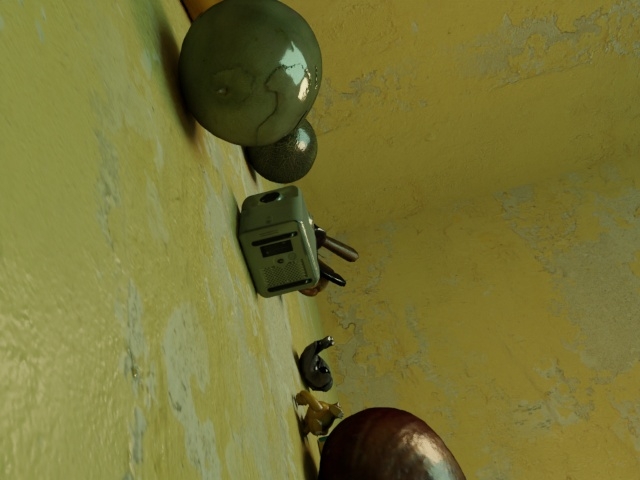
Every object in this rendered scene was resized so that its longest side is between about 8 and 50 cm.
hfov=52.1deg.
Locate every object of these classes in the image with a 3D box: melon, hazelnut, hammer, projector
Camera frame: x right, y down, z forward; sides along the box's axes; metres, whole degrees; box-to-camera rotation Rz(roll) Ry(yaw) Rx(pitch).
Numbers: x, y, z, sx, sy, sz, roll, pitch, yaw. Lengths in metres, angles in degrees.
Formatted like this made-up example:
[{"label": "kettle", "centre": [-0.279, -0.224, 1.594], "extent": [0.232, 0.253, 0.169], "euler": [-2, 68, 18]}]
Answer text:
[{"label": "melon", "centre": [-0.131, -0.312, 1.213], "extent": [0.330, 0.269, 0.268], "euler": [-72, 150, -58]}, {"label": "hazelnut", "centre": [0.158, 0.605, 1.556], "extent": [0.421, 0.353, 0.420], "euler": [19, 64, -43]}, {"label": "hammer", "centre": [0.000, 0.000, 2.178], "extent": [0.242, 0.095, 0.409], "euler": [39, 6, 41]}, {"label": "projector", "centre": [-0.096, -0.007, 1.525], "extent": [0.242, 0.164, 0.177], "euler": [-94, 170, -64]}, {"label": "melon", "centre": [-0.126, -0.307, 2.178], "extent": [0.301, 0.238, 0.237], "euler": [79, -4, -81]}]

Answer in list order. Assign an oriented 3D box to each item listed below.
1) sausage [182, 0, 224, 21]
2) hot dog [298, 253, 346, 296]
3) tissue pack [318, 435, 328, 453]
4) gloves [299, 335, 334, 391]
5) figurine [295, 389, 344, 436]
[{"label": "sausage", "centre": [-0.289, -0.599, 1.551], "extent": [0.328, 0.112, 0.112], "euler": [60, 14, -77]}, {"label": "hot dog", "centre": [-0.068, 0.082, 2.043], "extent": [0.194, 0.107, 0.326], "euler": [26, 11, -33]}, {"label": "tissue pack", "centre": [0.146, 0.648, 1.943], "extent": [0.192, 0.271, 0.133], "euler": [72, 6, -52]}, {"label": "gloves", "centre": [-0.006, 0.388, 2.005], "extent": [0.285, 0.119, 0.142], "euler": [94, -25, -47]}, {"label": "figurine", "centre": [-0.018, 0.433, 1.649], "extent": [0.122, 0.121, 0.176], "euler": [47, -21, 14]}]
